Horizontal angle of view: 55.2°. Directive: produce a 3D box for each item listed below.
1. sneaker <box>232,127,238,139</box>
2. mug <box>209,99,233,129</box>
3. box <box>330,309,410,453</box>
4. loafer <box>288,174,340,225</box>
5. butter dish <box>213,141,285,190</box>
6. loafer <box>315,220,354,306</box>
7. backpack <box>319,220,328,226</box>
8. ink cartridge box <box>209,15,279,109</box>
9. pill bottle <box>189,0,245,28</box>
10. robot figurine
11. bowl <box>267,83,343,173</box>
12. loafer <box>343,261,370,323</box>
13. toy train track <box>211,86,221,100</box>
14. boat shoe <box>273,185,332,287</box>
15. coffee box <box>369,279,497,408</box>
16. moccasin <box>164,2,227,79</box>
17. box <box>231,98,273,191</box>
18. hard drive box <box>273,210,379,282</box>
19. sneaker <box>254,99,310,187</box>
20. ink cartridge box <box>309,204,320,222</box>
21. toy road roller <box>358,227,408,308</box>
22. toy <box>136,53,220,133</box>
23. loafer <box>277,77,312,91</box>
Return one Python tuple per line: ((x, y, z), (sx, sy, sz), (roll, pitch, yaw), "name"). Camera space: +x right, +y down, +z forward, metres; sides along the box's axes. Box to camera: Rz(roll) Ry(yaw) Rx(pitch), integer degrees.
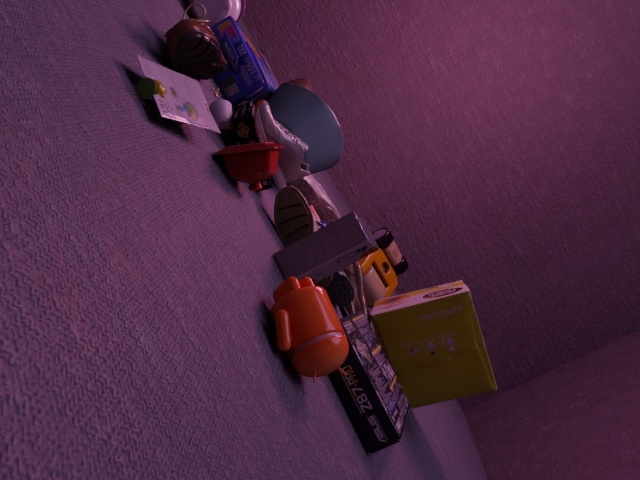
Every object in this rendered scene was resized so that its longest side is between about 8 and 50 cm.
((-0.229, -0.355, 1.858), (0.066, 0.071, 0.188), (58, 9, -24), "sneaker")
((-0.260, -0.335, 1.658), (0.078, 0.062, 0.064), (9, 55, -38), "mug")
((0.120, 0.351, 1.618), (0.318, 0.097, 0.395), (65, 9, 7), "box")
((-0.013, -0.153, 2.324), (0.319, 0.112, 0.111), (56, 19, -31), "loafer")
((-0.169, -0.182, 1.531), (0.160, 0.160, 0.118), (-62, 146, -78), "butter dish")
((0.012, 0.067, 1.896), (0.302, 0.109, 0.095), (66, -6, -23), "loafer")
((0.000, 0.000, 2.008), (0.101, 0.098, 0.120), (51, 24, -10), "backpack")
((-0.263, -0.566, 2.076), (0.270, 0.151, 0.395), (63, 11, 10), "ink cartridge box")
((-0.372, -0.858, 2.219), (0.181, 0.181, 0.323), (58, 9, -20), "pill bottle")
((-0.023, 0.181, 1.238), (0.158, 0.128, 0.219), (68, -3, -66), "robot figurine")
((-0.098, -0.325, 1.971), (0.311, 0.163, 0.311), (29, -37, 25), "bowl")
((0.108, 0.203, 2.020), (0.102, 0.092, 0.268), (63, 19, -62), "loafer")
((-0.314, -0.455, 1.874), (0.048, 0.014, 0.083), (57, 10, -27), "toy train track")
((-0.052, -0.012, 1.737), (0.103, 0.113, 0.302), (-80, 151, -78), "boat shoe")
((0.383, 0.350, 2.115), (0.334, 0.338, 0.338), (-14, 88, -81), "coffee box")
((-0.326, -0.515, 1.586), (0.147, 0.139, 0.380), (59, 9, -8), "moccasin")
((-0.187, -0.270, 1.731), (0.175, 0.051, 0.220), (-93, 167, -62), "box")
((0.020, 0.028, 1.586), (0.089, 0.232, 0.181), (64, 10, 13), "hard drive box")
((-0.102, -0.276, 1.691), (0.099, 0.121, 0.262), (-97, 170, -52), "sneaker")
((-0.010, -0.033, 2.203), (0.179, 0.045, 0.145), (58, 10, -9), "ink cartridge box")
((0.188, 0.115, 2.530), (0.202, 0.240, 0.329), (58, 47, -23), "toy road roller")
((-0.309, -0.293, 1.291), (0.137, 0.056, 0.237), (66, 14, 6), "toy")
((-0.090, -0.413, 2.134), (0.134, 0.130, 0.366), (39, -34, 11), "loafer")
